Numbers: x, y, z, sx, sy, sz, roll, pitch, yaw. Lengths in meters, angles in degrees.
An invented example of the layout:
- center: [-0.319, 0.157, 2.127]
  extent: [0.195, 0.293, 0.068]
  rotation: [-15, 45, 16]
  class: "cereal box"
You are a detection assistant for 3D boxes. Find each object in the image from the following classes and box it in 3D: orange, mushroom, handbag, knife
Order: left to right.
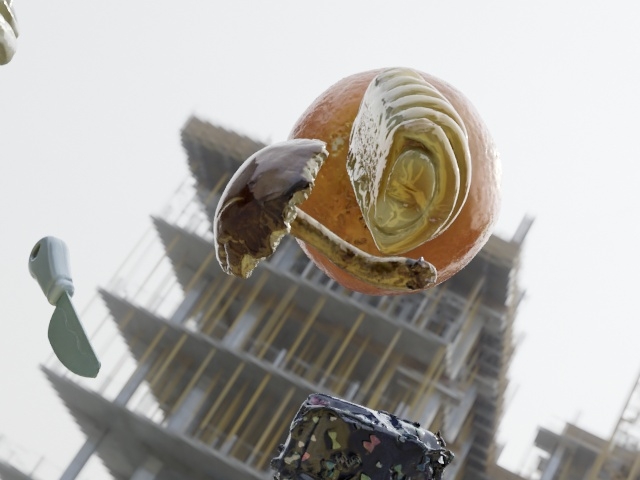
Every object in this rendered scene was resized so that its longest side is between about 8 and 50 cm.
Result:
- center: [-0.363, 0.103, 1.712]
  extent: [0.044, 0.080, 0.331]
  rotation: [27, 19, -36]
  class: "knife"
- center: [-0.027, 0.007, 1.742]
  extent: [0.301, 0.208, 0.233]
  rotation: [56, -40, 6]
  class: "mushroom"
- center: [0.061, 0.327, 1.797]
  extent: [0.260, 0.162, 0.113]
  rotation: [17, 10, -17]
  class: "handbag"
- center: [0.125, -0.111, 2.226]
  extent: [0.424, 0.424, 0.326]
  rotation: [26, 1, 12]
  class: "orange"

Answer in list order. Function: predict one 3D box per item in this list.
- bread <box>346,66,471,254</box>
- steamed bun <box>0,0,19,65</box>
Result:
- center: [0.111, -0.110, 1.521]
  extent: [0.121, 0.311, 0.173]
  rotation: [13, -66, -11]
  class: "bread"
- center: [-0.591, -0.381, 1.763]
  extent: [0.310, 0.324, 0.219]
  rotation: [32, -65, 6]
  class: "steamed bun"
